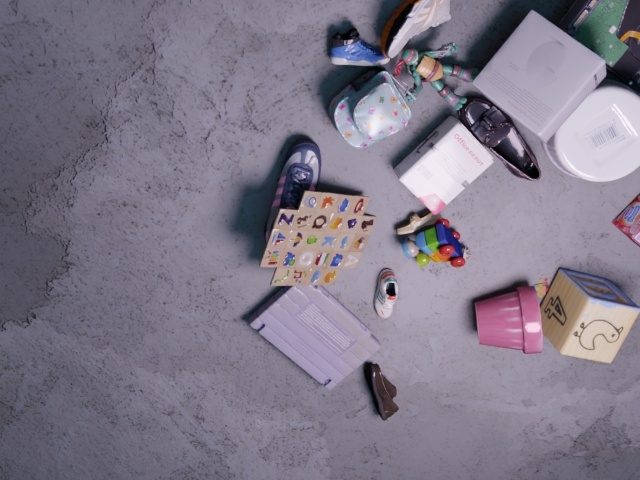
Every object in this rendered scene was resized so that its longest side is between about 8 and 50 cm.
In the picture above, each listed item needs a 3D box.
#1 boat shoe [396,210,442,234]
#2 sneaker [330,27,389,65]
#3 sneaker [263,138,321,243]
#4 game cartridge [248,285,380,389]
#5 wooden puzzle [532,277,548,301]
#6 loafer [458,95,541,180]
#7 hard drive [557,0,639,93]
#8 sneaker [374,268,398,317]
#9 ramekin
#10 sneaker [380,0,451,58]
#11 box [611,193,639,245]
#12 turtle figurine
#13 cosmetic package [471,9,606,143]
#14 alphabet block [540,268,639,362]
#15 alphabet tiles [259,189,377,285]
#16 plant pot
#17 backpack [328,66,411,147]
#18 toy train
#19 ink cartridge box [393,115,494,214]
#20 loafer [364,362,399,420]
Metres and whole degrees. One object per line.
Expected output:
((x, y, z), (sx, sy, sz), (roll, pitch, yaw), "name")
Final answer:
((0.276, -0.056, 1.897), (0.135, 0.050, 0.045), (-21, 101, 0), "boat shoe")
((0.101, -0.486, 1.667), (0.152, 0.058, 0.084), (2, 123, -1), "sneaker")
((-0.067, -0.108, 1.776), (0.112, 0.131, 0.319), (13, 112, -11), "sneaker")
((-0.011, 0.273, 2.000), (0.230, 0.068, 0.355), (-43, 112, 8), "game cartridge")
((0.683, 0.155, 2.066), (0.049, 0.006, 0.083), (-11, 115, -3), "wooden puzzle")
((0.496, -0.273, 1.797), (0.302, 0.095, 0.109), (40, 103, -22), "loafer")
((0.787, -0.545, 1.685), (0.339, 0.064, 0.237), (20, 117, -30), "hard drive")
((0.196, 0.169, 1.969), (0.057, 0.075, 0.161), (1, 114, -8), "sneaker")
((0.738, -0.287, 1.764), (0.277, 0.135, 0.277), (2, 106, 7), "ramekin")
((0.256, -0.548, 1.636), (0.121, 0.099, 0.262), (30, 103, -27), "sneaker")
((1.012, -0.009, 1.972), (0.257, 0.122, 0.128), (34, 106, -20), "box")
((0.284, -0.430, 1.687), (0.234, 0.118, 0.175), (19, 121, -30), "turtle figurine")
((0.545, -0.403, 1.666), (0.224, 0.138, 0.224), (45, 105, 19), "cosmetic package")
((0.797, 0.226, 2.009), (0.192, 0.193, 0.197), (12, 112, -14), "alphabet block")
((0.000, 0.000, 1.815), (0.343, 0.011, 0.285), (3, 117, -39), "alphabet tiles")
((0.560, 0.242, 1.999), (0.180, 0.201, 0.201), (-5, 116, 12), "plant pot")
((0.121, -0.327, 1.699), (0.188, 0.144, 0.166), (-31, 120, 10), "backpack")
((0.344, 0.041, 1.927), (0.143, 0.105, 0.248), (-19, 147, 24), "toy train")
((0.333, -0.205, 1.809), (0.218, 0.092, 0.158), (-43, 113, 14), "ink cartridge box")
((0.198, 0.469, 2.113), (0.078, 0.080, 0.220), (-21, 121, -8), "loafer")
